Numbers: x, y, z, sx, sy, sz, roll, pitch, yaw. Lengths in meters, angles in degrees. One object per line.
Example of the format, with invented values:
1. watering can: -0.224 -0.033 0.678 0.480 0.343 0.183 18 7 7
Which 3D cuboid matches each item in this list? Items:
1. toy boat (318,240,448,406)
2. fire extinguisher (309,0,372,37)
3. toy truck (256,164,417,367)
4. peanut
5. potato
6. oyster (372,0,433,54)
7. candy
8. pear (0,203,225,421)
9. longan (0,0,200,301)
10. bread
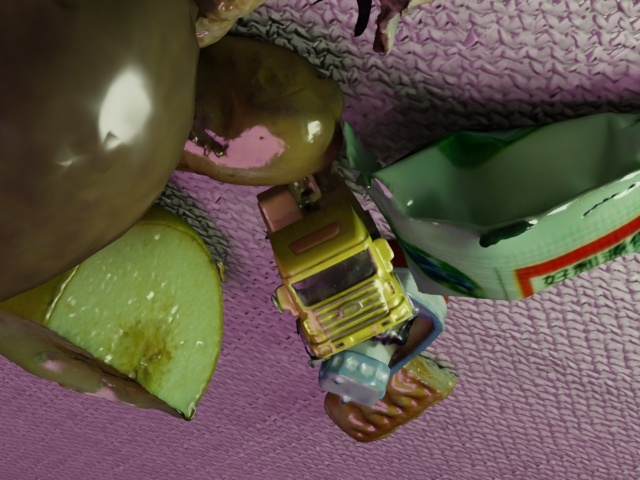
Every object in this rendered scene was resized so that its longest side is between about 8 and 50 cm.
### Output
1. toy boat: 0.069 0.110 1.648 0.145 0.133 0.332 20 152 -4
2. fire extinguisher: -0.064 -0.297 0.982 0.337 0.135 0.114 35 158 -33
3. toy truck: 0.000 0.000 1.373 0.124 0.272 0.157 -27 113 3
4. peanut: -0.089 -0.224 1.185 0.080 0.080 0.174 28 148 -20
5. potato: -0.076 -0.122 1.285 0.200 0.154 0.137 5 149 11
6. oyster: 0.138 -0.249 0.953 0.204 0.111 0.396 -20 171 -11
7. candy: 0.246 -0.043 1.287 0.398 0.172 0.263 -11 154 10
8. pear: -0.311 0.053 1.674 0.318 0.238 0.342 13 160 34
9. longan: -0.311 -0.140 1.123 0.404 0.404 0.436 33 149 -28
10. bread: 0.097 0.228 1.906 0.128 0.088 0.232 20 148 -23
